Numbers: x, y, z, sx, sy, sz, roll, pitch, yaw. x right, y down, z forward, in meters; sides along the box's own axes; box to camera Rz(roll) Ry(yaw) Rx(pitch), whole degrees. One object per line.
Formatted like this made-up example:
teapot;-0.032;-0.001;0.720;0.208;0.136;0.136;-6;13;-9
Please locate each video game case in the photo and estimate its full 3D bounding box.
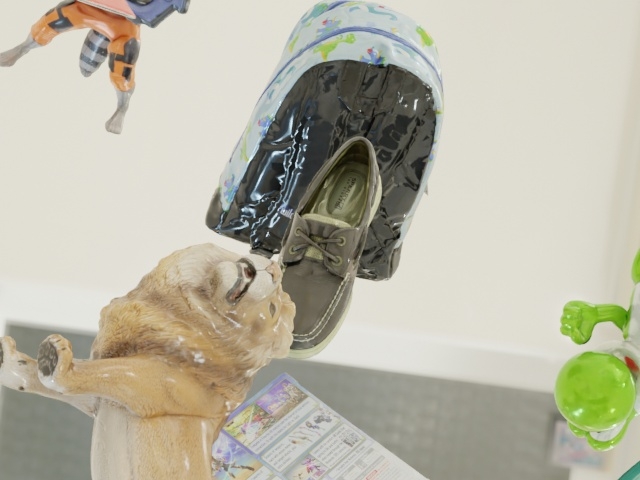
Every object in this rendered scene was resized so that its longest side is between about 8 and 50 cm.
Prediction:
video game case;-0.032;0.298;1.784;0.269;0.244;0.061;-34;154;-48

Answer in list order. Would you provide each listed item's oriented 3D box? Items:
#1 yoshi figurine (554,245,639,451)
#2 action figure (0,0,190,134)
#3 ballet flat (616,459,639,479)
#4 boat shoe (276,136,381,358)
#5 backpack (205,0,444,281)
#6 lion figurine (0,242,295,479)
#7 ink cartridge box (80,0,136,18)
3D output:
yoshi figurine;0.433;0.126;2.093;0.362;0.203;0.203;-63;-158;12
action figure;-0.322;-0.362;2.141;0.330;0.341;0.178;-57;170;25
ballet flat;0.326;0.352;1.792;0.124;0.342;0.116;63;-27;6
boat shoe;0.001;0.000;1.400;0.073;0.080;0.224;87;20;-54
backpack;0.028;-0.150;2.099;0.355;0.290;0.273;112;-8;-54
lion figurine;-0.124;0.187;1.178;0.142;0.240;0.392;-12;-109;45
ink cartridge box;-0.344;-0.346;1.697;0.066;0.261;0.296;-70;-154;19
